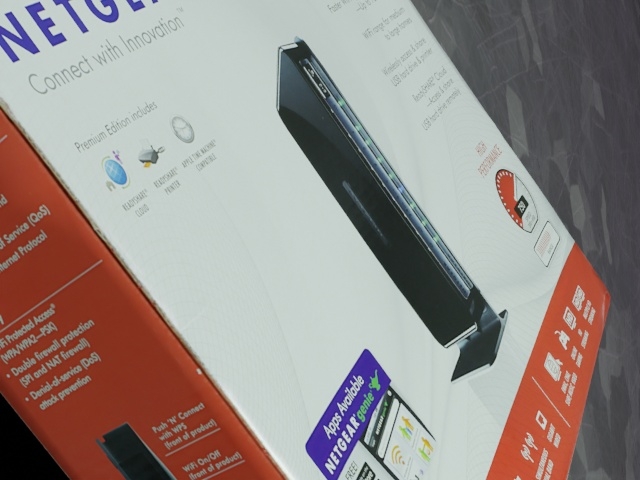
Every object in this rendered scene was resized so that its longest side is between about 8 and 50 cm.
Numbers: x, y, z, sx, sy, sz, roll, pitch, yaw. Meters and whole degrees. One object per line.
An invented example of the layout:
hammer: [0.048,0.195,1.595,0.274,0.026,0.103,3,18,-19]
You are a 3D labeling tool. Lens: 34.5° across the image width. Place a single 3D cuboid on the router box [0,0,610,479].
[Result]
router box: [0.000,0.000,0.470,0.301,0.082,0.335,54,31,-9]
